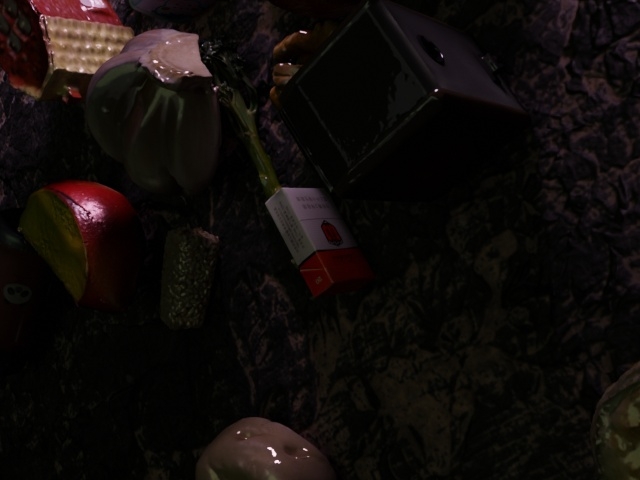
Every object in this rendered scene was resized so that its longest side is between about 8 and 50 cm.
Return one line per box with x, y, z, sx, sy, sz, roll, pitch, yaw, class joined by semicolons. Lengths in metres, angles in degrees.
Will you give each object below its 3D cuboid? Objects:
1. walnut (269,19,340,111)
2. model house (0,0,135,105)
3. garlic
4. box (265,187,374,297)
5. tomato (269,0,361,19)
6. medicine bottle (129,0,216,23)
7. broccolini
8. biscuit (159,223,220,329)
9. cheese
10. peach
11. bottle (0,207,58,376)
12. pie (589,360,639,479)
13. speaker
0.007;-0.227;1.017;0.170;0.069;0.142;15;102;37;walnut
-0.430;-0.322;1.264;0.160;0.196;0.254;-45;68;30;model house
-0.232;-0.195;1.128;0.237;0.210;0.292;37;140;7;garlic
0.000;0.000;1.013;0.048;0.100;0.152;-38;70;35;box
0.007;-0.387;0.917;0.200;0.233;0.139;-29;62;38;tomato
-0.199;-0.419;1.129;0.188;0.119;0.094;-22;76;36;medicine bottle
-0.097;-0.138;1.093;0.079;0.074;0.392;-40;67;39;broccolini
-0.217;0.061;1.201;0.082;0.070;0.168;26;110;42;biscuit
-0.080;0.374;1.083;0.218;0.117;0.235;-38;73;30;cheese
-0.379;-0.004;1.259;0.267;0.159;0.154;43;127;29;peach
-0.596;0.112;1.439;0.144;0.144;0.336;35;113;30;bottle
0.411;0.220;0.743;0.274;0.055;0.274;3;95;37;pie
0.099;-0.151;0.849;0.192;0.231;0.153;-41;68;31;speaker
